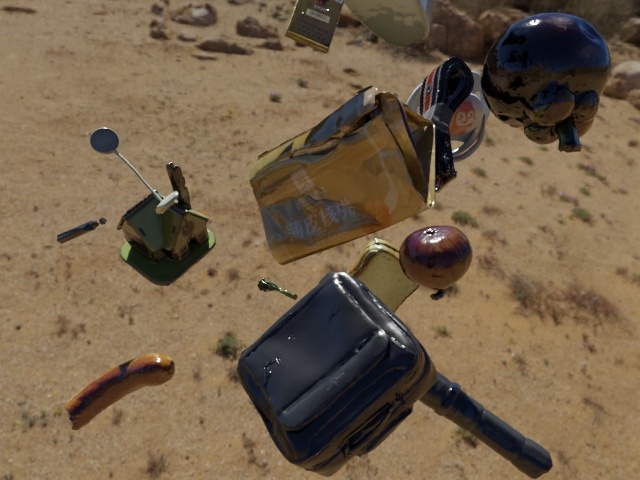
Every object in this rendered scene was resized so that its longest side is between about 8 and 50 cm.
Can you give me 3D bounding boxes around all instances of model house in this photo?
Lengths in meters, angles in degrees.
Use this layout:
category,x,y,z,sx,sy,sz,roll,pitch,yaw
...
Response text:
category,x,y,z,sx,sy,sz,roll,pitch,yaw
model house,-0.418,-0.062,1.546,0.205,0.278,0.218,29,58,24

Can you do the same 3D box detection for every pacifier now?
category,x,y,z,sx,sy,sz,roll,pitch,yaw
pacifier,0.355,-0.382,1.794,0.300,0.244,0.233,-15,34,-18

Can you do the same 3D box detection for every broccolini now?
category,x,y,z,sx,sy,sz,roll,pitch,yaw
broccolini,-0.115,0.132,1.575,0.140,0.030,0.035,21,65,42

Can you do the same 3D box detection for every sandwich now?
category,x,y,z,sx,sy,sz,roll,pitch,yaw
sandwich,0.231,0.149,2.283,0.271,0.301,0.099,26,31,-21

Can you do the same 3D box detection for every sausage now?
category,x,y,z,sx,sy,sz,roll,pitch,yaw
sausage,-0.474,0.344,1.424,0.302,0.076,0.103,-30,38,8

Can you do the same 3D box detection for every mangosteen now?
category,x,y,z,sx,sy,sz,roll,pitch,yaw
mangosteen,0.483,-0.320,1.274,0.275,0.275,0.302,-6,72,-26

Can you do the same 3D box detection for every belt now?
category,x,y,z,sx,sy,sz,roll,pitch,yaw
belt,0.249,-0.248,1.322,0.126,0.094,0.359,22,66,-10

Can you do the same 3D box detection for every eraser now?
category,x,y,z,sx,sy,sz,roll,pitch,yaw
eraser,0.105,-0.450,0.864,0.104,0.290,0.189,-6,-29,34

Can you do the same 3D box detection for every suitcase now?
category,x,y,z,sx,sy,sz,roll,pitch,yaw
suitcase,0.031,0.274,1.250,0.345,0.188,0.339,-41,50,-2

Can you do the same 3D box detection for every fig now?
category,x,y,z,sx,sy,sz,roll,pitch,yaw
fig,0.369,0.057,1.933,0.235,0.214,0.235,-19,43,19

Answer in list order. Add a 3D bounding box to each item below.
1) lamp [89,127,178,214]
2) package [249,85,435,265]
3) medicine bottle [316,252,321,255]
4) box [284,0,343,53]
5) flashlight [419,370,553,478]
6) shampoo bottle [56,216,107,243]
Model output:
category,x,y,z,sx,sy,sz,roll,pitch,yaw
lamp,-0.332,-0.130,1.070,0.198,0.056,0.050,45,66,1
package,0.020,-0.117,1.022,0.311,0.165,0.221,-21,45,36
medicine bottle,0.000,0.000,1.807,0.047,0.083,0.047,30,-11,6
box,-0.010,-0.440,1.188,0.090,0.023,0.133,20,67,-12
flashlight,0.433,0.499,1.654,0.424,0.103,0.103,35,33,12
shampoo bottle,-0.627,-0.028,1.581,0.137,0.027,0.048,-21,12,11
